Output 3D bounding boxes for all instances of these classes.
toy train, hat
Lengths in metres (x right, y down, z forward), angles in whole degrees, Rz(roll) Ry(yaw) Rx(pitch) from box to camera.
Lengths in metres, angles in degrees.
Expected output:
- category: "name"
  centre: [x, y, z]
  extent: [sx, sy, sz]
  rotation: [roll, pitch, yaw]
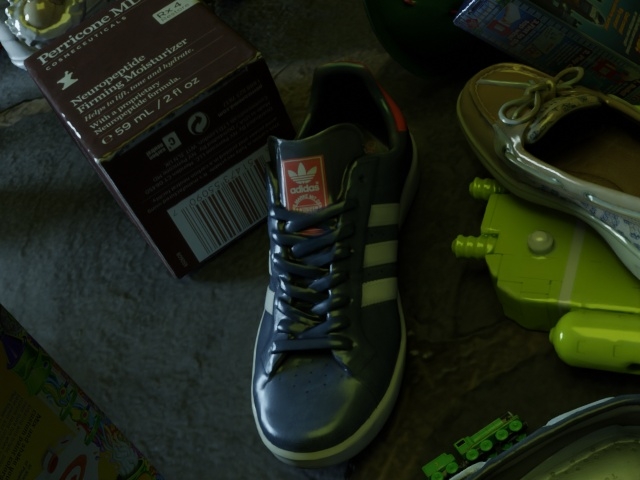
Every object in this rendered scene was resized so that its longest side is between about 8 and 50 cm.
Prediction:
- category: "toy train"
  centre: [0.110, 0.150, 0.685]
  extent: [0.083, 0.017, 0.024]
  rotation: [-32, 37, -6]
- category: "hat"
  centre: [0.167, -0.230, 0.857]
  extent: [0.183, 0.208, 0.173]
  rotation: [6, 73, 45]

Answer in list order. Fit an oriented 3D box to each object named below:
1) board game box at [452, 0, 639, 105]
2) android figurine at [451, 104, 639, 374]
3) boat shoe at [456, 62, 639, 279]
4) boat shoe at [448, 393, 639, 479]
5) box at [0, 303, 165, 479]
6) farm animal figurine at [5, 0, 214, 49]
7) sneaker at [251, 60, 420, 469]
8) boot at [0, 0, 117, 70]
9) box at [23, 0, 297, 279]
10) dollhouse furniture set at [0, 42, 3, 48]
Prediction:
- category: "board game box"
  centre: [0.234, -0.198, 0.828]
  extent: [0.060, 0.194, 0.194]
  rotation: [-42, 14, 52]
- category: "android figurine"
  centre: [0.240, -0.006, 0.738]
  extent: [0.272, 0.056, 0.248]
  rotation: [7, 55, 25]
- category: "boat shoe"
  centre: [0.203, -0.067, 0.702]
  extent: [0.104, 0.089, 0.285]
  rotation: [-37, 50, -12]
- category: "boat shoe"
  centre: [0.101, 0.195, 0.599]
  extent: [0.302, 0.091, 0.114]
  rotation: [-35, 47, -8]
- category: "box"
  centre: [-0.276, 0.213, 0.610]
  extent: [0.177, 0.279, 0.290]
  rotation: [3, 53, 24]
- category: "farm animal figurine"
  centre: [-0.178, -0.323, 1.092]
  extent: [0.330, 0.172, 0.327]
  rotation: [-7, 49, -6]
- category: "sneaker"
  centre: [0.000, 0.000, 0.765]
  extent: [0.131, 0.148, 0.350]
  rotation: [-6, 50, 18]
- category: "boot"
  centre: [-0.314, -0.338, 1.193]
  extent: [0.095, 0.123, 0.258]
  rotation: [15, 59, 32]
- category: "box"
  centre: [-0.140, -0.110, 0.901]
  extent: [0.168, 0.167, 0.203]
  rotation: [-36, 48, -9]
- category: "dollhouse furniture set"
  centre: [-0.522, -0.145, 1.130]
  extent: [0.201, 0.152, 0.374]
  rotation: [-6, 33, 18]
